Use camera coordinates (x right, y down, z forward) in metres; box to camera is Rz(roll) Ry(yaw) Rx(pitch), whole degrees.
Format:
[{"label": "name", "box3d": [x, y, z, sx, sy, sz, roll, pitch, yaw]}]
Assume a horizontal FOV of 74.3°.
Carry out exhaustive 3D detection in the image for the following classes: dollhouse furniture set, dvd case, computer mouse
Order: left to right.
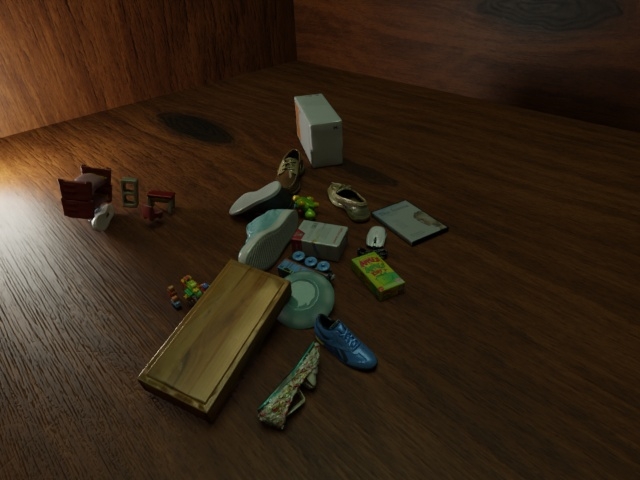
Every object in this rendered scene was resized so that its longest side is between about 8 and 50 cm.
[{"label": "dollhouse furniture set", "box3d": [-0.786, -0.182, 1.668, 0.374, 0.152, 0.201, 5, 25, -8]}, {"label": "computer mouse", "box3d": [0.198, -0.004, 1.531, 0.106, 0.042, 0.193, 5, 36, 12]}, {"label": "dvd case", "box3d": [0.343, -0.075, 1.638, 0.180, 0.022, 0.253, -21, 39, -23]}]

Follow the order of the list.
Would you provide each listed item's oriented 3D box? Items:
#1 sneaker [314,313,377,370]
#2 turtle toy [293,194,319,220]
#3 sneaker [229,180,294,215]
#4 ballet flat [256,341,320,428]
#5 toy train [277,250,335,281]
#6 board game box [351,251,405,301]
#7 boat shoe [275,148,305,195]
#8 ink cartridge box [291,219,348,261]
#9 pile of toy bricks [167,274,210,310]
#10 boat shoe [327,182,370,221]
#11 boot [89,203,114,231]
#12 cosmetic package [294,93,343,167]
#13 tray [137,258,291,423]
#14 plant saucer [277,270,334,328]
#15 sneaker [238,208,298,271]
[{"label": "sneaker", "box3d": [0.063, 0.268, 1.130, 0.209, 0.082, 0.069, 29, 44, 34]}, {"label": "turtle toy", "box3d": [-0.058, -0.132, 1.703, 0.095, 0.066, 0.130, 3, 31, -35]}, {"label": "sneaker", "box3d": [-0.231, -0.127, 1.694, 0.295, 0.147, 0.105, -17, 44, 34]}, {"label": "ballet flat", "box3d": [-0.059, 0.356, 1.034, 0.077, 0.091, 0.241, 41, 52, 5]}, {"label": "toy train", "box3d": [-0.046, 0.106, 1.369, 0.184, 0.080, 0.105, 21, 51, 26]}, {"label": "board game box", "box3d": [0.183, 0.113, 1.369, 0.092, 0.043, 0.181, -18, 38, -19]}, {"label": "boat shoe", "box3d": [-0.146, -0.317, 1.922, 0.122, 0.120, 0.324, 1, 36, 5]}, {"label": "ink cartridge box", "box3d": [0.000, 0.000, 1.512, 0.175, 0.072, 0.127, 10, 37, 17]}, {"label": "pile of toy bricks", "box3d": [-0.391, 0.155, 1.295, 0.212, 0.105, 0.118, 28, 46, 36]}, {"label": "boat shoe", "box3d": [0.117, -0.179, 1.739, 0.104, 0.089, 0.285, -19, 39, -21]}, {"label": "boot", "box3d": [-0.906, -0.085, 1.705, 0.086, 0.069, 0.190, -10, 27, -2]}, {"label": "cosmetic package", "box3d": [-0.016, -0.579, 2.187, 0.161, 0.230, 0.453, -10, 35, -9]}, {"label": "tray", "box3d": [-0.260, 0.241, 1.121, 0.202, 0.076, 0.411, 18, 50, 17]}, {"label": "plant saucer", "box3d": [-0.056, 0.167, 1.259, 0.194, 0.037, 0.195, -4, 57, 6]}, {"label": "sneaker", "box3d": [-0.213, -0.003, 1.499, 0.150, 0.135, 0.366, 4, 27, 23]}]
